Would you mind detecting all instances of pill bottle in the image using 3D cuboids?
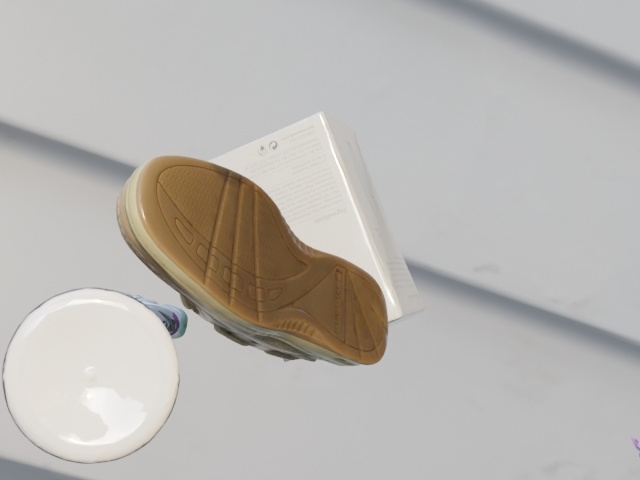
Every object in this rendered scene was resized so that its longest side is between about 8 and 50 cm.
[{"bbox_3d":[-0.186,0.105,1.268,0.246,0.130,0.130,162,125,-80],"label":"pill bottle"}]

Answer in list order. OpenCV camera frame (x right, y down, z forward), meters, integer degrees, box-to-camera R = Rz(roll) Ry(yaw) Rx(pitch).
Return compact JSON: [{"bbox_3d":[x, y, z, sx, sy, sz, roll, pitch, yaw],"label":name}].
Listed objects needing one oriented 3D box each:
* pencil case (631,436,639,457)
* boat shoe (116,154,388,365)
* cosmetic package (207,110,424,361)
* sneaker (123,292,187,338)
[{"bbox_3d":[0.377,0.284,1.573,0.088,0.086,0.206,-19,68,19],"label":"pencil case"},{"bbox_3d":[-0.073,0.036,1.382,0.110,0.341,0.121,-10,59,34],"label":"boat shoe"},{"bbox_3d":[0.000,0.000,1.700,0.224,0.138,0.224,8,-121,-80],"label":"cosmetic package"},{"bbox_3d":[-0.176,0.067,1.437,0.098,0.069,0.038,4,88,29],"label":"sneaker"}]
